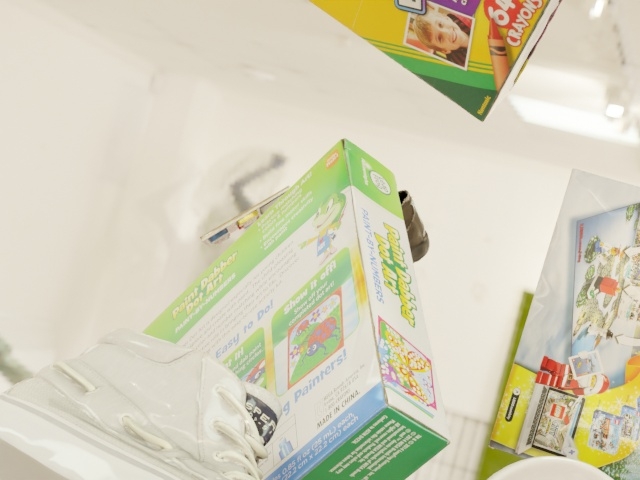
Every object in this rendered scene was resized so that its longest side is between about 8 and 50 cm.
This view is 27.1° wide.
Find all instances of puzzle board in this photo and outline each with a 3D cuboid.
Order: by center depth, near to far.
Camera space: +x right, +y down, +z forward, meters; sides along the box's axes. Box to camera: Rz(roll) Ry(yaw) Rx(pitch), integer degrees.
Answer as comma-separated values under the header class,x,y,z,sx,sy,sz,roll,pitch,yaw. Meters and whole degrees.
class,x,y,z,sx,sy,sz,roll,pitch,yaw
puzzle board,-0.070,-0.021,1.289,0.096,0.011,0.128,-30,0,-3

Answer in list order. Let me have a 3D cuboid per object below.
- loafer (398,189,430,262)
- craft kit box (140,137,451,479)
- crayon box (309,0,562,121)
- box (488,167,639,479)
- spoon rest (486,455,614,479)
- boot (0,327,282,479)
class,x,y,z,sx,sy,sz,roll,pitch,yaw
loafer,0.000,0.000,1.272,0.220,0.078,0.080,-18,29,-23
craft kit box,-0.040,0.095,0.823,0.061,0.250,0.247,32,29,-30
crayon box,0.156,-0.371,1.627,0.313,0.106,0.363,35,-39,9
box,0.243,0.076,1.044,0.159,0.233,0.044,17,0,16
spoon rest,0.208,0.246,0.868,0.276,0.137,0.084,33,-13,-10
boot,-0.056,0.114,0.658,0.258,0.095,0.123,23,46,34
